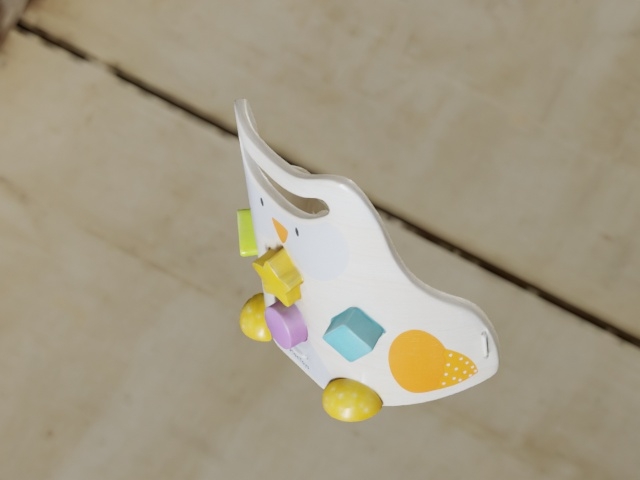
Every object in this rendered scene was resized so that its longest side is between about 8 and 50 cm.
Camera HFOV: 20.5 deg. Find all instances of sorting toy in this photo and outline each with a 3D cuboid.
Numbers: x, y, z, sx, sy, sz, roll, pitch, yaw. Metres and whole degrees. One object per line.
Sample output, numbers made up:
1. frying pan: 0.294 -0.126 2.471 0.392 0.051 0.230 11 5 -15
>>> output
1. sorting toy: 0.000 0.000 0.463 0.045 0.083 0.075 -35 137 -17
